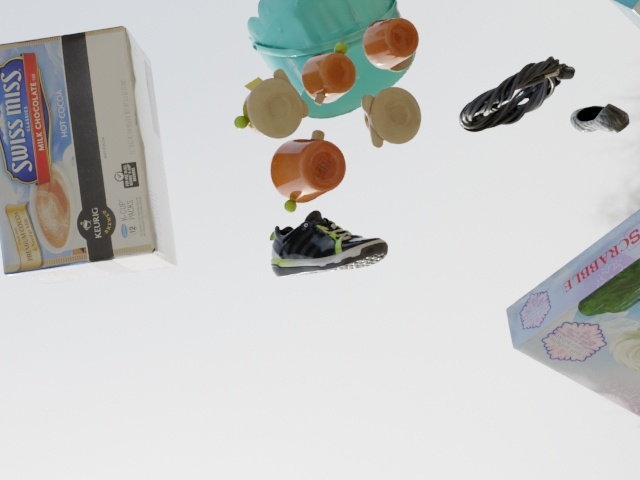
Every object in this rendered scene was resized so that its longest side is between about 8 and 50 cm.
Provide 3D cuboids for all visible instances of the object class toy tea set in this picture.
[{"bbox_3d":[0.024,-0.195,1.772,0.336,0.124,0.200,-34,-78,-24],"label":"toy tea set"}]

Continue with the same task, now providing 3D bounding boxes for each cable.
[{"bbox_3d":[0.272,-0.201,1.714,0.150,0.184,0.047,-17,-102,-55],"label":"cable"}]

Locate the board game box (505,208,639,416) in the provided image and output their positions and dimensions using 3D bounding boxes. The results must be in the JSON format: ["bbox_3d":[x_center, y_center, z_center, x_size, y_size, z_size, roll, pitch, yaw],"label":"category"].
[{"bbox_3d":[0.429,0.077,1.314,0.318,0.318,0.066,28,-142,-26],"label":"board game box"}]

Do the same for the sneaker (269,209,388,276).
[{"bbox_3d":[0.000,0.000,1.833,0.084,0.234,0.097,-2,-95,-47],"label":"sneaker"}]

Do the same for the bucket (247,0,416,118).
[{"bbox_3d":[0.027,-0.363,2.154,0.281,0.281,0.183,4,-128,-57],"label":"bucket"}]

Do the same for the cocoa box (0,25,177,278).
[{"bbox_3d":[-0.366,-0.121,1.829,0.231,0.227,0.347,72,-170,-84],"label":"cocoa box"}]

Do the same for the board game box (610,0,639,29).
[{"bbox_3d":[0.611,-0.399,1.711,0.253,0.079,0.336,34,-79,-31],"label":"board game box"}]

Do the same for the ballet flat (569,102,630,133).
[{"bbox_3d":[0.439,-0.201,1.896,0.057,0.173,0.049,-40,-77,-5],"label":"ballet flat"}]
